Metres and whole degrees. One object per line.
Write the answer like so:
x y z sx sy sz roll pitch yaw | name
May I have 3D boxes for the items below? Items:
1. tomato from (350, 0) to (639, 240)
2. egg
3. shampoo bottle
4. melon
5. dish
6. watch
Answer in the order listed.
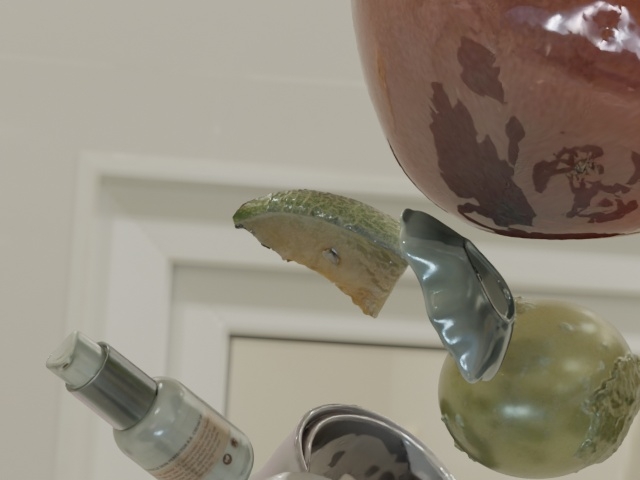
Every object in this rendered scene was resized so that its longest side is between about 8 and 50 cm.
0.178 -0.156 1.294 0.342 0.272 0.341 12 -31 8 | tomato
0.190 0.128 1.557 0.201 0.164 0.164 -3 1 -45 | egg
-0.138 0.138 1.425 0.192 0.074 0.074 41 -25 -27 | shampoo bottle
0.006 -0.005 1.846 0.182 0.098 0.054 32 24 -3 | melon
0.105 0.032 1.275 0.039 0.137 0.091 -23 16 29 | dish
0.031 0.287 1.623 0.244 0.196 0.231 42 28 7 | watch
